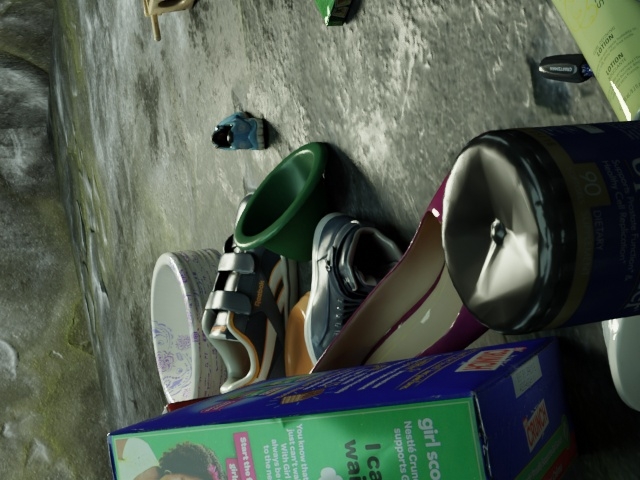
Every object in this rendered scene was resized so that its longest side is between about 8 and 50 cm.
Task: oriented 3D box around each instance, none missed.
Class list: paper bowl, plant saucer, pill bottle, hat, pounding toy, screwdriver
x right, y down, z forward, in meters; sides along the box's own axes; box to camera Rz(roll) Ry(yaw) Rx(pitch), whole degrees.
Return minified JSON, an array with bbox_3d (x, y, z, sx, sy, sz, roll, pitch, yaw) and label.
[{"bbox_3d":[-0.186,0.154,1.654,0.284,0.148,0.284,174,90,-68],"label":"paper bowl"},{"bbox_3d":[-0.014,0.169,1.359,0.200,0.037,0.200,178,90,-74],"label":"plant saucer"},{"bbox_3d":[0.196,-0.015,0.607,0.123,0.219,0.123,173,90,-68],"label":"pill bottle"},{"bbox_3d":[0.000,0.000,1.333,0.209,0.183,0.173,-58,24,-18],"label":"hat"},{"bbox_3d":[-0.277,-0.463,1.794,0.206,0.094,0.181,167,92,-76],"label":"pounding toy"},{"bbox_3d":[0.230,-0.130,0.756,0.025,0.024,0.170,-63,30,2],"label":"screwdriver"}]

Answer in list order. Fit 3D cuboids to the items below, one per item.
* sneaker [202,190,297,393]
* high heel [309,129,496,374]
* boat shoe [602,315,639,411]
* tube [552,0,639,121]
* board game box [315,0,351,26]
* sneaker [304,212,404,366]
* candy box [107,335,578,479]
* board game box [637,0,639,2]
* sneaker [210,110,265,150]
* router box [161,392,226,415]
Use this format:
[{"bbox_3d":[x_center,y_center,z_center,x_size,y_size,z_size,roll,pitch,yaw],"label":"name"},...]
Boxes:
[{"bbox_3d":[-0.108,0.084,1.473,0.126,0.127,0.321,-14,83,60],"label":"sneaker"},{"bbox_3d":[0.081,0.063,0.951,0.127,0.181,0.377,-124,35,-48],"label":"high heel"},{"bbox_3d":[0.235,0.035,0.736,0.063,0.066,0.184,175,87,-81],"label":"boat shoe"},{"bbox_3d":[0.215,-0.171,0.726,0.062,0.070,0.240,51,-158,-49],"label":"tube"},{"bbox_3d":[0.029,-0.399,1.153,0.260,0.030,0.136,112,142,-49],"label":"board game box"},{"bbox_3d":[0.044,0.083,1.168,0.163,0.086,0.226,-168,75,-69],"label":"sneaker"},{"bbox_3d":[0.031,0.174,0.819,0.317,0.268,0.122,-13,87,26],"label":"candy box"},{"bbox_3d":[0.240,-0.242,0.608,0.194,0.060,0.194,48,124,49],"label":"board game box"},{"bbox_3d":[-0.146,-0.176,1.567,0.162,0.073,0.064,-167,72,-66],"label":"sneaker"},{"bbox_3d":[-0.065,0.273,1.200,0.335,0.301,0.082,121,137,-55],"label":"router box"}]
